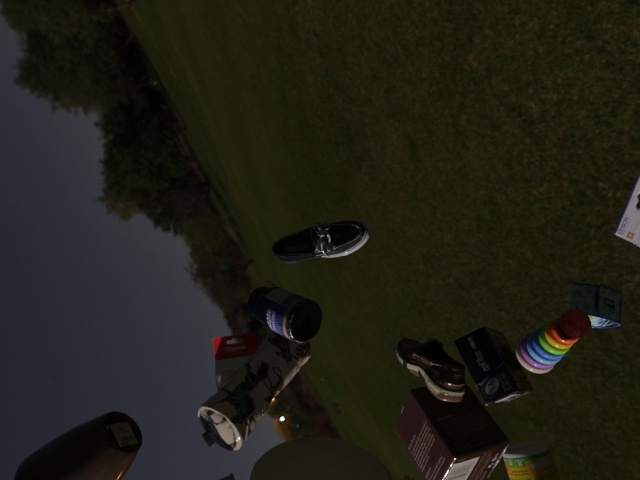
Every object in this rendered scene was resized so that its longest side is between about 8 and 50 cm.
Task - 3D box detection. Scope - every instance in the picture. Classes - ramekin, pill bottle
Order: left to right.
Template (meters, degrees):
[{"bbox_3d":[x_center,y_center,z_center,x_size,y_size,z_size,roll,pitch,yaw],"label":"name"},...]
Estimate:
[{"bbox_3d":[-0.107,0.200,1.493,0.219,0.123,0.122,14,136,47],"label":"pill bottle"},{"bbox_3d":[-0.001,0.502,0.994,0.273,0.273,0.127,-136,50,-70],"label":"ramekin"},{"bbox_3d":[0.625,0.715,1.517,0.136,0.136,0.245,89,167,-75],"label":"pill bottle"}]

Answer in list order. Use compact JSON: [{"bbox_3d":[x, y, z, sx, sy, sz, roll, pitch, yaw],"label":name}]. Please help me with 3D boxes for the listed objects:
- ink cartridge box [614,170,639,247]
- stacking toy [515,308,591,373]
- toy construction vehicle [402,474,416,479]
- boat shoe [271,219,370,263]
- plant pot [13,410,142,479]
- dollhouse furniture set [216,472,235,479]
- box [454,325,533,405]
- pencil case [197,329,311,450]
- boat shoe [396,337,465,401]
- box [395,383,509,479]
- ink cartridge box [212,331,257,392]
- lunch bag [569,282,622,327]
[{"bbox_3d":[0.773,-0.063,1.130,0.224,0.045,0.223,-130,42,-53],"label":"ink cartridge box"},{"bbox_3d":[0.767,0.319,1.730,0.141,0.141,0.330,60,160,26],"label":"stacking toy"},{"bbox_3d":[0.170,0.556,1.206,0.098,0.086,0.035,9,-124,-59],"label":"toy construction vehicle"},{"bbox_3d":[-0.001,-0.004,1.634,0.105,0.306,0.113,46,-144,-74],"label":"boat shoe"},{"bbox_3d":[-0.521,0.502,1.198,0.215,0.230,0.215,45,-169,-11],"label":"plant pot"},{"bbox_3d":[-0.312,0.806,1.532,0.212,0.161,0.242,-122,28,-42],"label":"dollhouse furniture set"},{"bbox_3d":[0.383,0.277,1.162,0.180,0.078,0.147,24,-141,-57],"label":"box"},{"bbox_3d":[-0.191,0.426,1.581,0.160,0.410,0.183,37,137,8],"label":"pencil case"},{"bbox_3d":[0.259,0.269,1.221,0.257,0.095,0.095,-146,63,-66],"label":"boat shoe"},{"bbox_3d":[0.323,0.488,1.324,0.203,0.167,0.168,-123,36,-46],"label":"box"},{"bbox_3d":[-0.267,0.396,1.700,0.045,0.146,0.179,-135,38,-84],"label":"ink cartridge box"},{"bbox_3d":[0.902,0.215,1.734,0.151,0.128,0.096,7,144,25],"label":"lunch bag"}]
